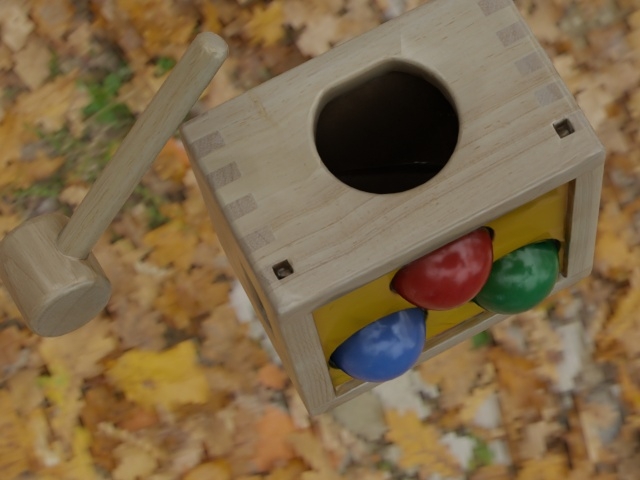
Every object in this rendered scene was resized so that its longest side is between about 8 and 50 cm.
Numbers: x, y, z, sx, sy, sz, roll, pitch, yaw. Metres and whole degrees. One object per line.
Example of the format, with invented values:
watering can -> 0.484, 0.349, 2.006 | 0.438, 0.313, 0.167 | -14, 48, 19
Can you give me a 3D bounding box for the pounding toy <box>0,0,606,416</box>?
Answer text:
pounding toy -> -0.006, -0.001, 0.698 | 0.206, 0.181, 0.094 | -27, 69, -5
